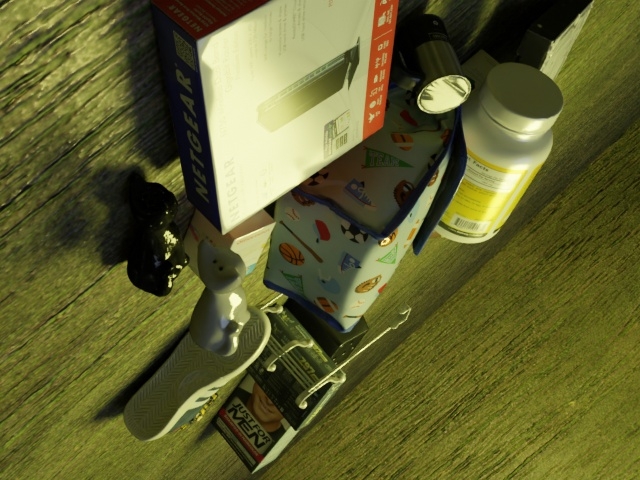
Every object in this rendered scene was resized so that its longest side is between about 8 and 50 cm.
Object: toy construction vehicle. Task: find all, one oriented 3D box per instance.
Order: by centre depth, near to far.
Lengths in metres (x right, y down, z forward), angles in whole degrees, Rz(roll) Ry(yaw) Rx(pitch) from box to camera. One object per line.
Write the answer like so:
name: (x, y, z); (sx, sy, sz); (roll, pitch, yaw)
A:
toy construction vehicle: (-0.304, 0.416, 1.916); (0.086, 0.035, 0.098); (-39, 168, -52)

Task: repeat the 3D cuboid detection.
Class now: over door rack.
over door rack: (0.006, 0.185, 1.727); (0.324, 0.239, 0.108); (-39, 159, -15)

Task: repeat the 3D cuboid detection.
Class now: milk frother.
milk frother: (0.149, -0.256, 1.229); (0.129, 0.135, 0.143); (-7, 149, -10)

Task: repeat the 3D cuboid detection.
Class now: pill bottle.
pill bottle: (0.316, -0.161, 1.465); (0.187, 0.188, 0.334); (-32, 158, -33)

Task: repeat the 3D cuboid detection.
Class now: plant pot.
plant pot: (0.002, 0.217, 1.913); (0.188, 0.167, 0.187); (-19, 149, -51)

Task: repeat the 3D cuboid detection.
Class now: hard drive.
hard drive: (0.453, -0.366, 1.605); (0.339, 0.064, 0.237); (-45, 160, -48)

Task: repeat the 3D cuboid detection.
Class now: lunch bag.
lunch bag: (0.099, -0.080, 1.380); (0.385, 0.238, 0.328); (-51, 168, -35)

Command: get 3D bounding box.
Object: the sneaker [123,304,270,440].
sneaker: (-0.239, 0.259, 1.574); (0.350, 0.131, 0.148); (-39, 169, 2)

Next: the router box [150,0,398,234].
router box: (-0.041, -0.204, 0.964); (0.301, 0.082, 0.336); (-37, 154, -23)

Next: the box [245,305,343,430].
box: (-0.071, 0.299, 1.826); (0.059, 0.233, 0.183); (-17, 147, -51)

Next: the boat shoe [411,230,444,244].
boat shoe: (0.293, -0.042, 2.082); (0.257, 0.095, 0.095); (-45, 162, 4)

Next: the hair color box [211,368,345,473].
hair color box: (-0.119, 0.423, 2.072); (0.113, 0.185, 0.374); (-14, 145, -56)

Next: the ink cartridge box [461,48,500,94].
ink cartridge box: (0.259, -0.258, 1.558); (0.231, 0.078, 0.134); (-40, 161, -12)

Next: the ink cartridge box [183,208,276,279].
ink cartridge box: (-0.144, -0.010, 1.214); (0.092, 0.090, 0.143); (-26, 154, -45)

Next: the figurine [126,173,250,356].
figurine: (-0.176, 0.032, 1.042); (0.092, 0.215, 0.209); (-41, 160, -27)
